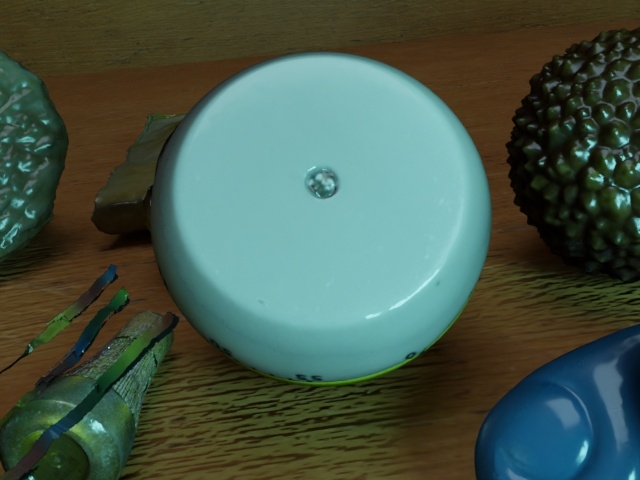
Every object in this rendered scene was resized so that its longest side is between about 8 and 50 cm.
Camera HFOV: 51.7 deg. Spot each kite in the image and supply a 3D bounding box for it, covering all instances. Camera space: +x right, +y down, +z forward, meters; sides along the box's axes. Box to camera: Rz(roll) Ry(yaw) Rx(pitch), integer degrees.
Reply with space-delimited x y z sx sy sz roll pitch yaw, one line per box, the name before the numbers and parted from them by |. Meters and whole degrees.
kite | -0.210 0.128 0.404 0.285 0.015 0.152 -44 46 -10

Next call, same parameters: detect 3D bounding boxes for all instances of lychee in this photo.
lychee | 0.313 -0.074 0.651 0.268 0.267 0.267 -4 24 2

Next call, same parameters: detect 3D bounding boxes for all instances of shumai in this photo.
shumai | -0.487 -0.071 0.855 0.267 0.313 0.262 19 -24 -24

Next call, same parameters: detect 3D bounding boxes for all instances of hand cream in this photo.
hand cream | -0.163 0.111 0.520 0.084 0.083 0.203 -2 19 6

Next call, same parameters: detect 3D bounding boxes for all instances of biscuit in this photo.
biscuit | -0.100 -0.141 1.041 0.447 0.103 0.429 -10 25 -5

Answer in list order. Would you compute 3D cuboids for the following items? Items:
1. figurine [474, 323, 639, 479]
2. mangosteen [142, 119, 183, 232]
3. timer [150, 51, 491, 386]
figurine | 0.283 0.096 0.296 0.417 0.298 0.242 14 64 41
mangosteen | -0.114 -0.049 0.754 0.217 0.192 0.192 -13 15 38
timer | 0.000 0.000 0.577 0.286 0.285 0.285 -4 24 2
